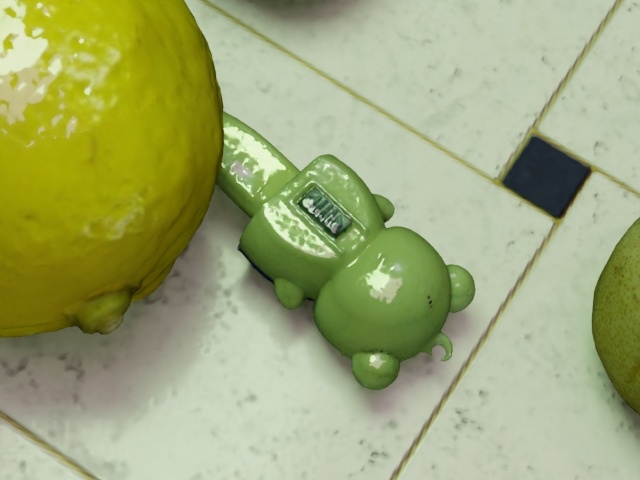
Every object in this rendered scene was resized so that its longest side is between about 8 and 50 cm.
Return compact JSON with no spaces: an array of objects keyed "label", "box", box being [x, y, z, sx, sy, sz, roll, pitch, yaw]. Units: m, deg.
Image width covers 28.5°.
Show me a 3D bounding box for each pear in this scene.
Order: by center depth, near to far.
[{"label":"pear","box":[0.254,0.050,0.799,0.167,0.136,0.167,0,68,-1]}]

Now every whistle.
[{"label":"whistle","box":[0.000,0.000,0.824,0.227,0.085,0.105,42,70,10]}]

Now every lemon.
[{"label":"lemon","box":[-0.187,-0.083,0.755,0.260,0.260,0.284,-25,51,-14]}]
